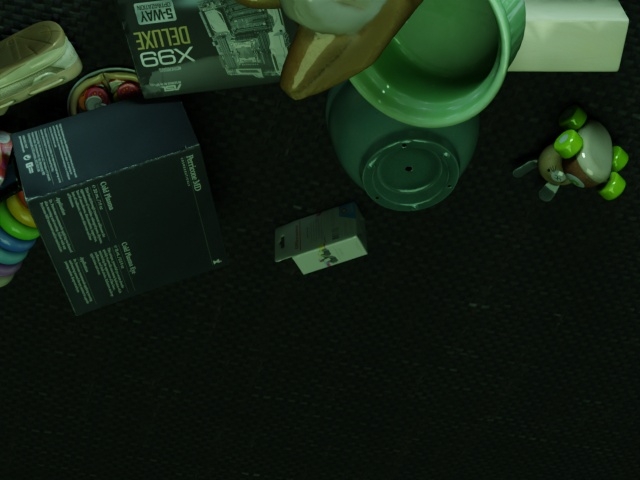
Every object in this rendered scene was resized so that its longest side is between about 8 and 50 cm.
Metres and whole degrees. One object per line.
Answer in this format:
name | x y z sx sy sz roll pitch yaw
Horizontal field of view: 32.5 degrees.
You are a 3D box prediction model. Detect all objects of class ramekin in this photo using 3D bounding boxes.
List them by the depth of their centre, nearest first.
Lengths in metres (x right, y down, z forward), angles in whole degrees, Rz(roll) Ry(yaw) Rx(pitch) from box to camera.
ramekin | 0.186 -0.351 1.795 0.303 0.148 0.303 16 127 23

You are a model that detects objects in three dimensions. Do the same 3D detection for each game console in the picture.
game console | -0.582 -0.148 2.061 0.107 0.122 0.071 -25 130 22

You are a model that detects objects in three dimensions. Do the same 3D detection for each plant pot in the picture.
plant pot | 0.157 -0.179 2.012 0.293 0.196 0.293 -1 136 -1

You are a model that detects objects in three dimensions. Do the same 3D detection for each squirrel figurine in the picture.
squirrel figurine | 0.037 -0.467 1.612 0.397 0.370 0.281 -23 132 2

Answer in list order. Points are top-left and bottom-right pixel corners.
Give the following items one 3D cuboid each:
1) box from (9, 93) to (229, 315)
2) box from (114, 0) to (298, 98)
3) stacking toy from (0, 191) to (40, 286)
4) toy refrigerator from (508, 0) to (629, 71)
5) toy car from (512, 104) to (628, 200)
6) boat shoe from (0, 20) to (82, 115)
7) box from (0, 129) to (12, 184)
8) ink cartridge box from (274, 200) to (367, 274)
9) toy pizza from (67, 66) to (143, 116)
box | -0.364 -0.069 2.040 0.312 0.179 0.343 -18 141 -9
box | -0.180 -0.376 1.878 0.307 0.076 0.242 -6 133 3
stacking toy | -0.589 -0.055 2.169 0.141 0.141 0.330 31 119 -29
toy refrigerator | 0.384 -0.360 1.914 0.269 0.094 0.102 -1 128 -2
toy car | 0.467 -0.140 2.117 0.155 0.149 0.188 40 135 -20
boat shoe | -0.584 -0.262 1.925 0.341 0.122 0.110 -22 142 4
box | -0.676 -0.100 2.043 0.128 0.123 0.257 21 135 -22
ink cartridge box | 0.000 0.000 2.251 0.181 0.104 0.061 -18 133 16
toy pizza | -0.370 -0.235 2.046 0.201 0.032 0.201 -1 136 -1
